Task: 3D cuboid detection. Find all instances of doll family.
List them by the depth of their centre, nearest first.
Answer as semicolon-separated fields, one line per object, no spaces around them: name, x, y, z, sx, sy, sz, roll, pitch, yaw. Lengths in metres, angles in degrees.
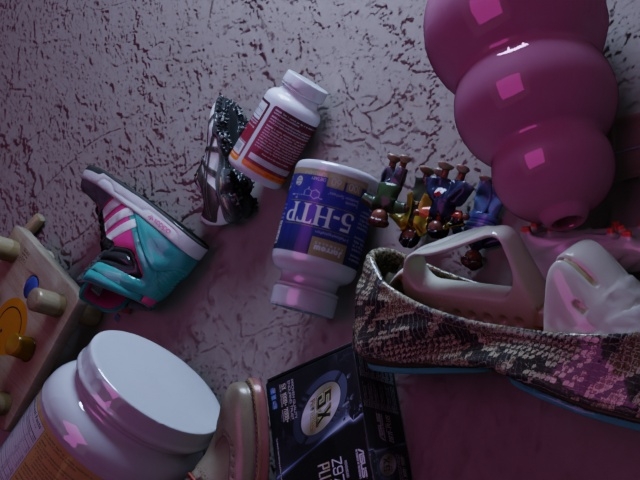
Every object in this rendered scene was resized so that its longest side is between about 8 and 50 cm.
doll family;0.140;-0.032;1.441;0.193;0.076;0.111;11;78;42

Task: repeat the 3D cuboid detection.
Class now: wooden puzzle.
wooden puzzle;-0.301;0.085;1.855;0.049;0.006;0.083;8;81;44

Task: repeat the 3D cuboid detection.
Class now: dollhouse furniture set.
dollhouse furniture set;0.374;-0.106;1.283;0.152;0.059;0.076;-14;72;60

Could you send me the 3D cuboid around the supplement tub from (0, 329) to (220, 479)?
supplement tub;-0.307;0.310;1.612;0.331;0.241;0.241;-53;47;14

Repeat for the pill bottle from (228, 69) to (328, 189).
pill bottle;-0.055;-0.153;1.656;0.086;0.086;0.152;42;104;43

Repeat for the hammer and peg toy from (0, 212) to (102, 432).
hammer and peg toy;-0.516;0.107;1.961;0.361;0.127;0.266;40;103;43

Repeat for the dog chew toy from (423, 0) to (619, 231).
dog chew toy;0.230;-0.167;1.314;0.207;0.207;0.331;-28;60;33

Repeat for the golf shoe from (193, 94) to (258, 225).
golf shoe;-0.149;-0.114;1.737;0.094;0.077;0.198;-23;59;36

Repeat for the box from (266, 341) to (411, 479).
box;0.020;0.234;1.450;0.147;0.078;0.180;-26;58;33

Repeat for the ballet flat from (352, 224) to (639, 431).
ballet flat;0.212;0.077;1.255;0.483;0.164;0.182;8;106;46

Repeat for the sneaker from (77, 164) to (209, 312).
sneaker;-0.307;0.013;1.808;0.295;0.124;0.178;34;87;43

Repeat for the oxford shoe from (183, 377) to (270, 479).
oxford shoe;-0.146;0.335;1.489;0.123;0.130;0.348;-172;95;-76

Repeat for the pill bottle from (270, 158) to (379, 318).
pill bottle;0.000;0.000;1.530;0.112;0.112;0.186;8;81;44

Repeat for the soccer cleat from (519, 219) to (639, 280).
soccer cleat;0.299;0.020;1.287;0.196;0.068;0.076;2;105;37
